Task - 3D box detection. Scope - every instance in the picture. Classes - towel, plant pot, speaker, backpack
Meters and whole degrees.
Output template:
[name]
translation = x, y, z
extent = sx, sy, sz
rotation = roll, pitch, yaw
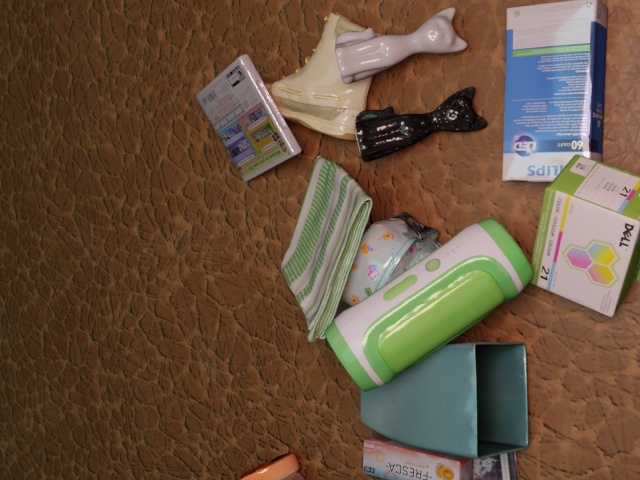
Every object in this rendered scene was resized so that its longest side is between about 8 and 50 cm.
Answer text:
[towel]
translation = 0.000, 0.000, 1.300
extent = 0.038, 0.325, 0.247
rotation = 15, 105, -15
[plant pot]
translation = 0.187, 0.245, 1.240
extent = 0.234, 0.166, 0.165
rotation = -6, 81, 41
[speaker]
translation = 0.157, 0.094, 1.131
extent = 0.297, 0.131, 0.131
rotation = -35, 73, 2
[backpack]
translation = 0.117, 0.049, 1.261
extent = 0.144, 0.188, 0.165
rotation = 36, 110, 26

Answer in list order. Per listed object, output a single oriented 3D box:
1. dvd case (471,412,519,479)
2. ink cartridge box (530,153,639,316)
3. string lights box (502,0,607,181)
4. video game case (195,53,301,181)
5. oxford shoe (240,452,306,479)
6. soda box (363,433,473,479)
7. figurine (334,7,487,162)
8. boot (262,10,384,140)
[dvd case]
translation = 0.225, 0.371, 1.313
extent = 0.221, 0.018, 0.164
rotation = -7, 88, 34
[ink cartridge box]
translation = 0.433, 0.017, 1.060
extent = 0.255, 0.097, 0.188
rotation = 26, 140, 29
[string lights box]
translation = 0.350, -0.217, 1.159
extent = 0.133, 0.077, 0.259
rotation = 4, 95, 33
[video game case]
translation = -0.137, -0.217, 1.421
extent = 0.212, 0.023, 0.193
rotation = -18, 103, 58
[oxford shoe]
translation = -0.186, 0.536, 1.446
extent = 0.364, 0.130, 0.132
rotation = -27, 82, -2
[soda box]
translation = 0.163, 0.376, 1.307
extent = 0.183, 0.058, 0.062
rotation = 4, 94, 34
[figurine]
translation = 0.145, -0.255, 1.254
extent = 0.210, 0.092, 0.214
rotation = -14, 98, 8
[boot]
translation = -0.016, -0.310, 1.379
extent = 0.262, 0.095, 0.203
rotation = 26, 107, 27
